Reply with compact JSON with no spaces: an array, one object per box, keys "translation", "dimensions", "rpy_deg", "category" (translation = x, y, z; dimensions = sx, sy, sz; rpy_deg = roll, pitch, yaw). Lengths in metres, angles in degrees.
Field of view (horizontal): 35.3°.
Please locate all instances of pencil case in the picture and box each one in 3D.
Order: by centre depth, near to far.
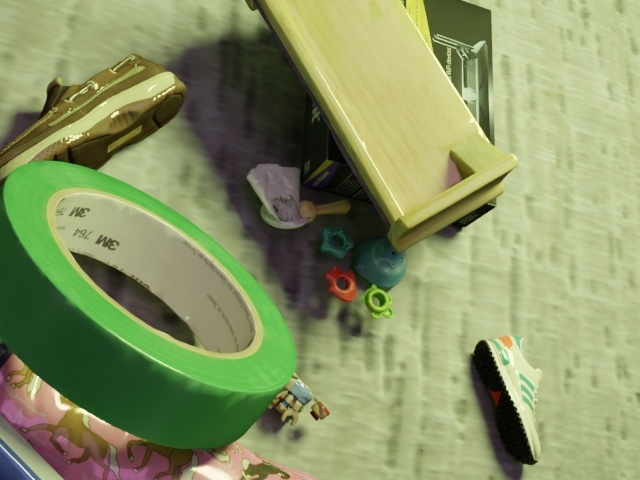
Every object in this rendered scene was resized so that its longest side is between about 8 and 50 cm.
[{"translation":[-0.163,0.225,0.949],"dimensions":[0.386,0.167,0.160],"rpy_deg":[35,20,-11],"category":"pencil case"}]

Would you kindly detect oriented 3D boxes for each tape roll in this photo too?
[{"translation":[-0.172,0.054,0.949],"dimensions":[0.321,0.077,0.321],"rpy_deg":[35,17,-12],"category":"tape roll"}]

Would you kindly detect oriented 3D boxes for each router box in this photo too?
[{"translation":[0.105,-0.192,1.310],"dimensions":[0.243,0.081,0.309],"rpy_deg":[14,64,-22],"category":"router box"}]

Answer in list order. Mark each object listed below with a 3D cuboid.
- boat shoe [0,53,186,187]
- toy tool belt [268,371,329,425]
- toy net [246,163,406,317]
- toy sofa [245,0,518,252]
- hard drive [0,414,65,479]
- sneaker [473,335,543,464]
[{"translation":[-0.268,-0.127,1.091],"dimensions":[0.095,0.095,0.257],"rpy_deg":[43,49,12],"category":"boat shoe"},{"translation":[-0.035,0.175,1.105],"dimensions":[0.051,0.052,0.083],"rpy_deg":[-41,88,-3],"category":"toy tool belt"},{"translation":[0.000,0.000,1.198],"dimensions":[0.232,0.045,0.122],"rpy_deg":[33,60,-10],"category":"toy net"},{"translation":[0.060,-0.177,1.163],"dimensions":[0.150,0.177,0.362],"rpy_deg":[-30,84,-8],"category":"toy sofa"},{"translation":[-0.279,0.276,0.846],"dimensions":[0.319,0.210,0.040],"rpy_deg":[47,18,-3],"category":"hard drive"},{"translation":[0.250,0.191,1.236],"dimensions":[0.075,0.057,0.161],"rpy_deg":[-12,72,-25],"category":"sneaker"}]
